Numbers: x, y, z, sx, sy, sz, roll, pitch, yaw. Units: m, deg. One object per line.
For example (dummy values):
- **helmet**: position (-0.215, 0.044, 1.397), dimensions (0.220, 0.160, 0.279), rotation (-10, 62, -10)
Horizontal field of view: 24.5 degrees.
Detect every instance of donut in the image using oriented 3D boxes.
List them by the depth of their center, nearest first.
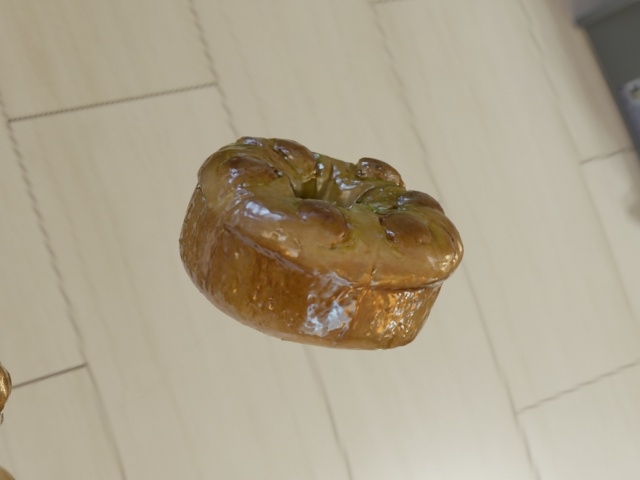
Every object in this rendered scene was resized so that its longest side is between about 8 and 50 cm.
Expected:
- **donut**: position (-0.002, -0.001, 1.157), dimensions (0.226, 0.226, 0.114), rotation (5, 115, -35)

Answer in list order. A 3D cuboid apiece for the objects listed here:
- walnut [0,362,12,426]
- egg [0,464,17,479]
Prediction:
- **walnut**: position (-0.213, 0.080, 0.791), dimensions (0.096, 0.079, 0.082), rotation (34, 13, 18)
- **egg**: position (-0.221, 0.170, 0.924), dimensions (0.071, 0.083, 0.071), rotation (18, 56, -29)
